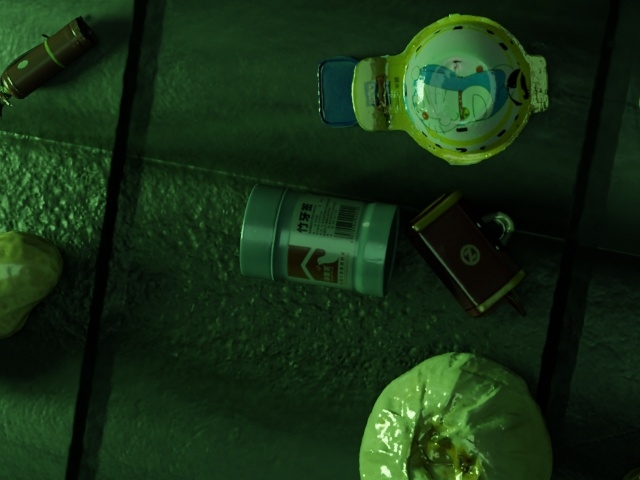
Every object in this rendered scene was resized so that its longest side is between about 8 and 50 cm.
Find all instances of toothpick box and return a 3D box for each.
[{"bbox_3d":[0.000,0.000,1.817,0.153,0.101,0.101,8,98,9],"label":"toothpick box"}]

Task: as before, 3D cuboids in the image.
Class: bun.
[{"bbox_3d":[0.138,0.229,1.809,0.222,0.127,0.222,2,100,11],"label":"bun"}]

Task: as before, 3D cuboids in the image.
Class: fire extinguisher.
[{"bbox_3d":[-0.305,-0.191,1.879,0.132,0.039,0.056,-35,58,13],"label":"fire extinguisher"}]

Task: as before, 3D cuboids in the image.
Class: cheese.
[{"bbox_3d":[0.114,-0.155,1.798,0.250,0.064,0.157,-2,96,23],"label":"cheese"}]

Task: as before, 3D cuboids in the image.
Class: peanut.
[{"bbox_3d":[-0.382,0.072,1.903,0.228,0.086,0.104,-35,109,13],"label":"peanut"}]

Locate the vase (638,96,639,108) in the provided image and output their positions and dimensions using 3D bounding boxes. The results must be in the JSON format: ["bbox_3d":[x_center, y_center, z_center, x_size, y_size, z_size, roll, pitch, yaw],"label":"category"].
[{"bbox_3d":[0.435,-0.186,1.710,0.248,0.128,0.128,-44,88,4],"label":"vase"}]

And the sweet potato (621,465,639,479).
[{"bbox_3d":[0.353,0.289,1.818,0.049,0.049,0.117,-22,93,12],"label":"sweet potato"}]

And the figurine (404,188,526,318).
[{"bbox_3d":[0.168,0.017,1.811,0.098,0.082,0.154,-41,89,-7],"label":"figurine"}]
